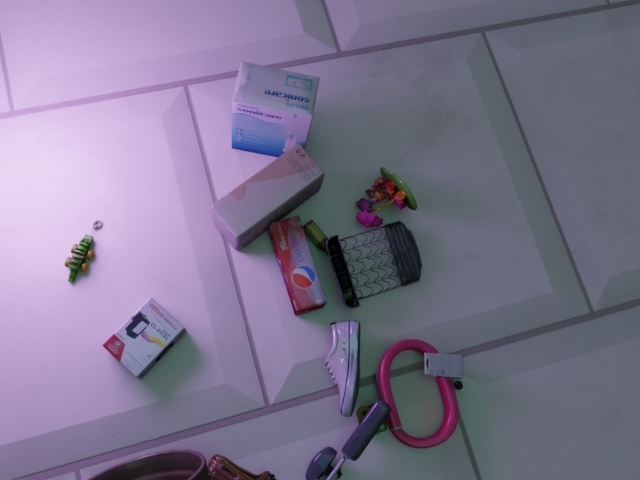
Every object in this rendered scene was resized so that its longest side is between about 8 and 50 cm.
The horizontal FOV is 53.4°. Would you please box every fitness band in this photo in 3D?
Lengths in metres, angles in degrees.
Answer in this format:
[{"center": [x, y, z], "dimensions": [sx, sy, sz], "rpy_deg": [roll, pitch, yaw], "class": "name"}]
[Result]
[{"center": [0.263, 0.413, 1.728], "dimensions": [0.209, 0.054, 0.290], "rpy_deg": [-10, 75, -17], "class": "fitness band"}]

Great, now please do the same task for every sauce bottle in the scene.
[{"center": [0.000, 0.000, 1.829], "dimensions": [0.042, 0.042, 0.128], "rpy_deg": [-37, 89, -16], "class": "sauce bottle"}]

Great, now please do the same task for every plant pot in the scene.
[{"center": [-0.389, 0.679, 1.460], "dimensions": [0.323, 0.323, 0.280], "rpy_deg": [-14, 92, -12], "class": "plant pot"}]

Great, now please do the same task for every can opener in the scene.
[{"center": [0.067, 0.520, 1.641], "dimensions": [0.095, 0.076, 0.283], "rpy_deg": [35, 87, 16], "class": "can opener"}]

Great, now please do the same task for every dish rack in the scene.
[{"center": [0.159, 0.059, 1.803], "dimensions": [0.272, 0.074, 0.208], "rpy_deg": [-17, 88, -14], "class": "dish rack"}]

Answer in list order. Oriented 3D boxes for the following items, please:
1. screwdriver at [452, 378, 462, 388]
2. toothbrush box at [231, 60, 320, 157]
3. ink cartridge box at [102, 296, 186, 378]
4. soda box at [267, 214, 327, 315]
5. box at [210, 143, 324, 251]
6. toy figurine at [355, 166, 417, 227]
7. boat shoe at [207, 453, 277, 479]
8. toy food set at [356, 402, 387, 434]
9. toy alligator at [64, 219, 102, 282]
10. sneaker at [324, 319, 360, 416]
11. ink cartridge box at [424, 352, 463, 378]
[{"center": [0.368, 0.381, 1.706], "dimensions": [0.025, 0.170, 0.024], "rpy_deg": [-18, 67, 7], "class": "screwdriver"}, {"center": [-0.133, -0.351, 1.781], "dimensions": [0.216, 0.295, 0.126], "rpy_deg": [10, 73, -4], "class": "toothbrush box"}, {"center": [-0.460, 0.255, 1.674], "dimensions": [0.127, 0.072, 0.175], "rpy_deg": [41, 73, 6], "class": "ink cartridge box"}, {"center": [-0.065, 0.070, 1.778], "dimensions": [0.092, 0.083, 0.263], "rpy_deg": [-16, 77, -12], "class": "soda box"}, {"center": [-0.148, -0.119, 1.791], "dimensions": [0.311, 0.148, 0.121], "rpy_deg": [-37, 81, -17], "class": "box"}, {"center": [0.167, -0.113, 1.861], "dimensions": [0.159, 0.130, 0.173], "rpy_deg": [-35, 59, -6], "class": "toy figurine"}, {"center": [-0.148, 0.629, 1.587], "dimensions": [0.307, 0.110, 0.104], "rpy_deg": [21, 73, -1], "class": "boat shoe"}, {"center": [0.141, 0.483, 1.718], "dimensions": [0.083, 0.020, 0.083], "rpy_deg": [-10, 75, -11], "class": "toy food set"}, {"center": [-0.645, 0.022, 1.727], "dimensions": [0.056, 0.051, 0.189], "rpy_deg": [20, 72, -2], "class": "toy alligator"}, {"center": [0.058, 0.344, 1.722], "dimensions": [0.091, 0.094, 0.258], "rpy_deg": [0, 68, 11], "class": "sneaker"}, {"center": [0.331, 0.341, 1.733], "dimensions": [0.115, 0.029, 0.062], "rpy_deg": [7, 69, -14], "class": "ink cartridge box"}]
